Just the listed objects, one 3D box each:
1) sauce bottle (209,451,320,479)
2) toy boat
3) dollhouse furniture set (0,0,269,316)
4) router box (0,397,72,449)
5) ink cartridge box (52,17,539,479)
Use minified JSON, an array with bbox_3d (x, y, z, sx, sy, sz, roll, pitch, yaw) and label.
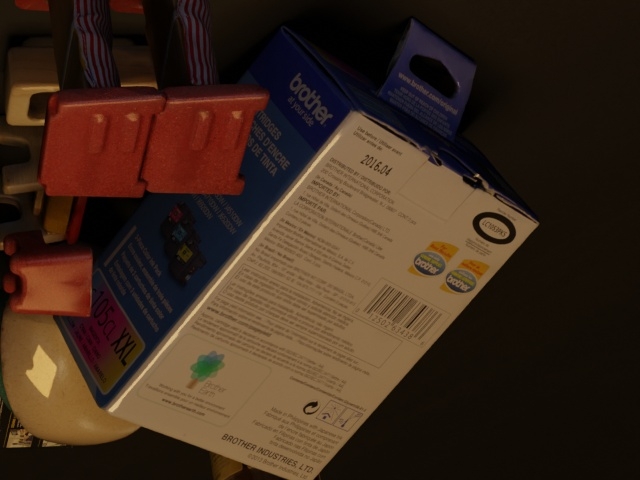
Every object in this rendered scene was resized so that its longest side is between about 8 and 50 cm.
[{"bbox_3d":[-0.057,0.237,1.770,0.111,0.344,0.111,-7,150,-4],"label":"sauce bottle"},{"bbox_3d":[-0.262,0.154,1.636,0.148,0.318,0.267,10,164,21],"label":"toy boat"},{"bbox_3d":[-0.164,-0.073,1.378,0.152,0.201,0.374,-2,147,-17],"label":"dollhouse furniture set"},{"bbox_3d":[-0.318,0.163,1.851,0.133,0.046,0.179,0,146,-17],"label":"router box"},{"bbox_3d":[0.000,0.000,1.512,0.395,0.151,0.270,-49,136,13],"label":"ink cartridge box"}]
